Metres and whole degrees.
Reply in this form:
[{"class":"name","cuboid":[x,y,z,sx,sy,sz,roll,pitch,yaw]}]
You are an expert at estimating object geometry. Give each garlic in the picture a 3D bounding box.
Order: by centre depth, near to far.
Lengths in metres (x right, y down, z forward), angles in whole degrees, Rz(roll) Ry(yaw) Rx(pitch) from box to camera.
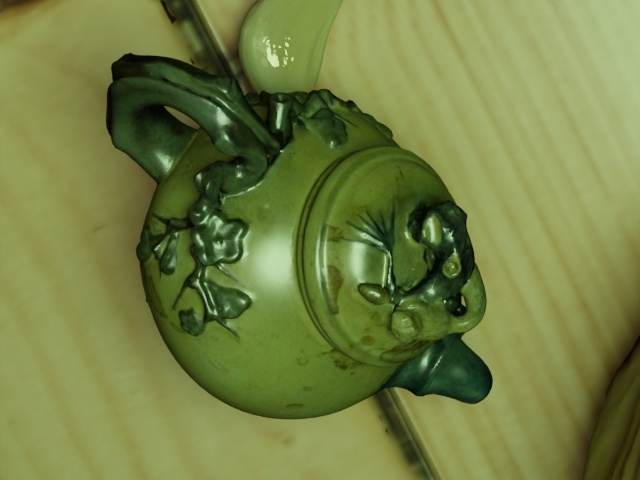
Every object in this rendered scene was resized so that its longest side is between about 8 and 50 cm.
[{"class":"garlic","cuboid":[-0.019,-0.112,0.915,0.053,0.041,0.083,22,95,-2]}]

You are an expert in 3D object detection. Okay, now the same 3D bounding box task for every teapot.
[{"class":"teapot","cuboid":[0.000,0.000,0.843,0.182,0.173,0.269,1,140,45]}]

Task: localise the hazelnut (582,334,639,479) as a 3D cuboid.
[{"class":"hazelnut","cuboid":[0.238,0.112,0.821,0.261,0.261,0.241,-11,98,9]}]
